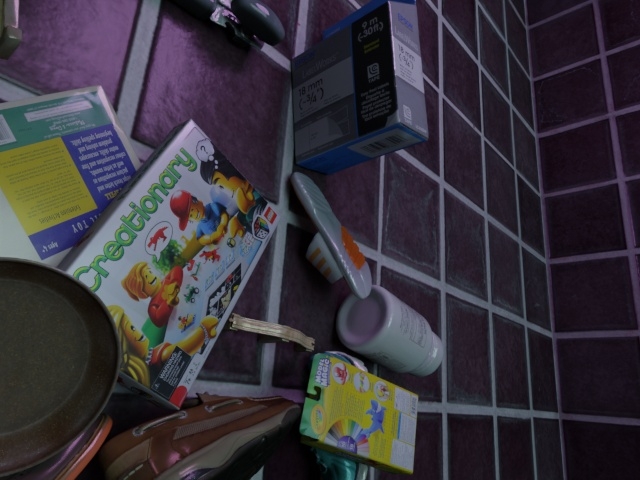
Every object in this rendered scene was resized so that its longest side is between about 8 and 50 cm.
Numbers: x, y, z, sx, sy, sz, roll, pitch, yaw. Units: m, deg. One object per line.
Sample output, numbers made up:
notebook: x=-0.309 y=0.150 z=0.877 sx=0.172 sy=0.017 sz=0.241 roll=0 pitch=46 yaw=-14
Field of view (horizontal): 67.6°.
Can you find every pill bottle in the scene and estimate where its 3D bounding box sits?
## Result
pill bottle: x=0.147 y=0.189 z=0.952 sx=0.229 sy=0.131 sz=0.131 roll=36 pitch=55 yaw=-39

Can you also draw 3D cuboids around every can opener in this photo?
can opener: x=-0.179 y=-0.400 z=0.755 sx=0.280 sy=0.093 sz=0.074 roll=18 pitch=68 yaw=-41

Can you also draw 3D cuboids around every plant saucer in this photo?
plant saucer: x=-0.283 y=0.108 z=0.418 sx=0.199 sy=0.036 sz=0.198 roll=-7 pitch=105 yaw=-30

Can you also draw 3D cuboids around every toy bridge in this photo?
toy bridge: x=-0.073 y=0.148 z=0.758 sx=0.188 sy=0.063 sz=0.026 roll=28 pitch=60 yaw=-43

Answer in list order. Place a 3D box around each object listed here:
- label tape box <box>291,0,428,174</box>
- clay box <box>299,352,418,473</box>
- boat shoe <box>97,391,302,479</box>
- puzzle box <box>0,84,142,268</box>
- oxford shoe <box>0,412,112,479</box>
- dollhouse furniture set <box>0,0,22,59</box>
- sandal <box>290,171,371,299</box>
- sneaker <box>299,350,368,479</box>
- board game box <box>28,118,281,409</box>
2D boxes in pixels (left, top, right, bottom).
label tape box: x=0.062 y=-0.318 z=0.895 sx=0.106 sy=0.241 sz=0.333 roll=10 pitch=73 yaw=-46
clay box: x=0.056 y=0.274 z=0.753 sx=0.222 sy=0.053 sz=0.127 roll=30 pitch=53 yaw=-24
boat shoe: x=-0.133 y=0.245 z=0.608 sx=0.122 sy=0.120 sz=0.324 roll=-55 pitch=158 yaw=9
puzzle box: x=-0.342 y=0.014 z=0.484 sx=0.409 sy=0.052 sz=0.272 roll=-37 pitch=109 yaw=-48
oxford shoe: x=-0.320 y=0.225 z=0.428 sx=0.271 sy=0.097 sz=0.098 roll=-33 pitch=99 yaw=-49
dollhouse furniture set: x=-0.350 y=-0.252 z=0.441 sx=0.303 sy=0.174 sz=0.355 roll=9 pitch=73 yaw=-48
sandal: x=0.004 y=-0.001 z=0.887 sx=0.265 sy=0.076 sz=0.102 roll=60 pitch=24 yaw=10
sneaker: x=0.011 y=0.325 z=0.804 sx=0.110 sy=0.107 sz=0.275 roll=19 pitch=59 yaw=-30
board game box: x=-0.180 y=0.020 z=0.591 sx=0.193 sy=0.053 sz=0.305 roll=48 pitch=49 yaw=-31
